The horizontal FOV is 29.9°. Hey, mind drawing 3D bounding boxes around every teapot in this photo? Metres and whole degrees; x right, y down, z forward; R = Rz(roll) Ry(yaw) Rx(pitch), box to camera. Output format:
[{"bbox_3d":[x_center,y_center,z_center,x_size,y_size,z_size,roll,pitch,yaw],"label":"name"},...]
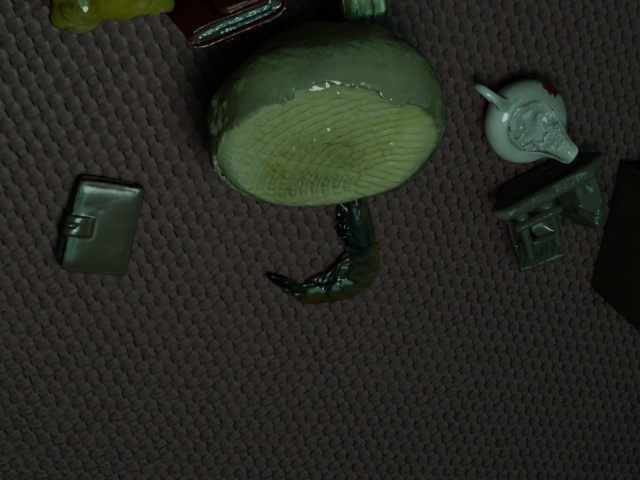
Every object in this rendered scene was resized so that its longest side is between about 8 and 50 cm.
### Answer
[{"bbox_3d":[0.333,-0.205,1.997,0.226,0.092,0.145,27,100,-30],"label":"teapot"}]

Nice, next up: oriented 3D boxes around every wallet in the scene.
[{"bbox_3d":[-0.145,-0.336,1.659,0.142,0.204,0.045,-24,125,-10],"label":"wallet"},{"bbox_3d":[-0.339,-0.022,1.836,0.118,0.039,0.153,9,108,-29],"label":"wallet"}]

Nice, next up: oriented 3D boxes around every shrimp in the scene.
[{"bbox_3d":[0.000,0.000,1.985,0.198,0.051,0.262,-17,124,-14],"label":"shrimp"}]

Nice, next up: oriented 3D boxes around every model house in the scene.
[{"bbox_3d":[0.402,-0.045,2.091,0.229,0.122,0.188,-28,125,-11],"label":"model house"}]

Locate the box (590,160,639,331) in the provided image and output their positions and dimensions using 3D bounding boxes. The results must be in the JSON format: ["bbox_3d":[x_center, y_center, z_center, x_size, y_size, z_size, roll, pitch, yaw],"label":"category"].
[{"bbox_3d":[0.619,0.007,2.174,0.143,0.184,0.273,-4,117,-20],"label":"box"}]

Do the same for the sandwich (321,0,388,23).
[{"bbox_3d":[0.038,-0.412,1.766,0.079,0.113,0.163,-16,112,-14],"label":"sandwich"}]

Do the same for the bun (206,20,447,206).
[{"bbox_3d":[0.001,-0.202,1.767,0.364,0.202,0.364,-7,154,-4],"label":"bun"}]

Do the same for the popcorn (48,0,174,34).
[{"bbox_3d":[-0.293,-0.413,1.532,0.316,0.281,0.297,12,93,-41],"label":"popcorn"}]
